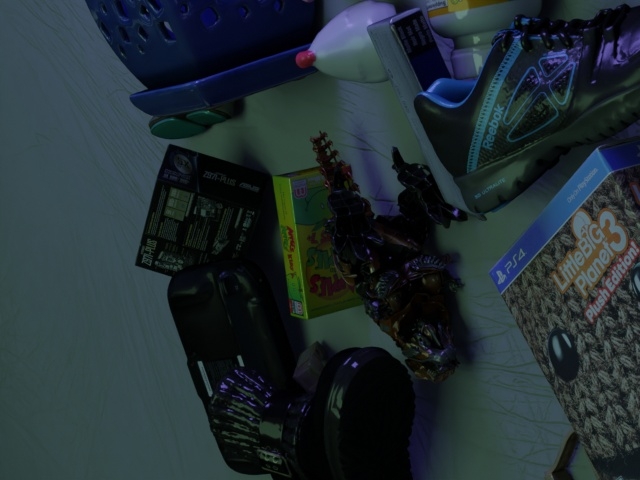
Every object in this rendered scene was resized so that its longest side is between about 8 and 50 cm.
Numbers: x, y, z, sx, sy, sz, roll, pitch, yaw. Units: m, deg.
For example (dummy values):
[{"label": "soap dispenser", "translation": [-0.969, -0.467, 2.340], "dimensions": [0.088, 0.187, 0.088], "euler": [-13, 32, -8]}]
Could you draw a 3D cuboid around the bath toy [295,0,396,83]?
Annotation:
[{"label": "bath toy", "translation": [0.002, -0.341, 1.902], "dimensions": [0.151, 0.129, 0.348], "euler": [23, -128, -85]}]

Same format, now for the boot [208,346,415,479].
[{"label": "boot", "translation": [-0.022, 0.211, 2.053], "dimensions": [0.260, 0.131, 0.348], "euler": [32, 146, 29]}]

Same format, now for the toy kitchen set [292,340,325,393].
[{"label": "toy kitchen set", "translation": [0.020, 0.176, 2.197], "dimensions": [0.068, 0.075, 0.083], "euler": [-40, 102, 19]}]

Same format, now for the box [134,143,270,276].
[{"label": "box", "translation": [-0.164, -0.027, 2.285], "dimensions": [0.077, 0.147, 0.180], "euler": [-76, 4, -45]}]

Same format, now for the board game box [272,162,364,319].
[{"label": "board game box", "translation": [0.000, 0.000, 2.084], "dimensions": [0.043, 0.092, 0.181], "euler": [10, 111, 57]}]

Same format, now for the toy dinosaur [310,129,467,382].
[{"label": "toy dinosaur", "translation": [0.064, 0.012, 1.940], "dimensions": [0.322, 0.164, 0.218], "euler": [40, 156, 16]}]

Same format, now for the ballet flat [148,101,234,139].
[{"label": "ballet flat", "translation": [-0.178, -0.191, 2.350], "dimensions": [0.213, 0.072, 0.068], "euler": [-11, 65, 60]}]

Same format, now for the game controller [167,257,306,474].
[{"label": "game controller", "translation": [-0.108, 0.180, 2.298], "dimensions": [0.166, 0.067, 0.319], "euler": [-7, 106, 40]}]

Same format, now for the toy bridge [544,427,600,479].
[{"label": "toy bridge", "translation": [0.292, 0.220, 1.747], "dimensions": [0.188, 0.026, 0.063], "euler": [-45, 62, 56]}]

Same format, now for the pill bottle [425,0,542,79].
[{"label": "pill bottle", "translation": [0.159, -0.272, 1.671], "dimensions": [0.117, 0.117, 0.208], "euler": [-1, 101, 60]}]

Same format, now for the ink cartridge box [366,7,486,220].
[{"label": "ink cartridge box", "translation": [0.124, -0.135, 1.729], "dimensions": [0.224, 0.045, 0.223], "euler": [-124, 9, -81]}]

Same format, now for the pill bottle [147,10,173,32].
[{"label": "pill bottle", "translation": [-0.211, -0.386, 2.253], "dimensions": [0.119, 0.119, 0.208], "euler": [27, 124, 53]}]

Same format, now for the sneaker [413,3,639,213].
[{"label": "sneaker", "translation": [0.226, -0.154, 1.502], "dimensions": [0.341, 0.125, 0.139], "euler": [-35, 92, 34]}]

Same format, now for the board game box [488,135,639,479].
[{"label": "board game box", "translation": [0.321, 0.079, 1.521], "dimensions": [0.291, 0.141, 0.232], "euler": [63, 148, 21]}]

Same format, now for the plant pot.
[{"label": "plant pot", "translation": [-0.135, -0.280, 2.069], "dimensions": [0.236, 0.236, 0.212], "euler": [-3, 107, 60]}]
